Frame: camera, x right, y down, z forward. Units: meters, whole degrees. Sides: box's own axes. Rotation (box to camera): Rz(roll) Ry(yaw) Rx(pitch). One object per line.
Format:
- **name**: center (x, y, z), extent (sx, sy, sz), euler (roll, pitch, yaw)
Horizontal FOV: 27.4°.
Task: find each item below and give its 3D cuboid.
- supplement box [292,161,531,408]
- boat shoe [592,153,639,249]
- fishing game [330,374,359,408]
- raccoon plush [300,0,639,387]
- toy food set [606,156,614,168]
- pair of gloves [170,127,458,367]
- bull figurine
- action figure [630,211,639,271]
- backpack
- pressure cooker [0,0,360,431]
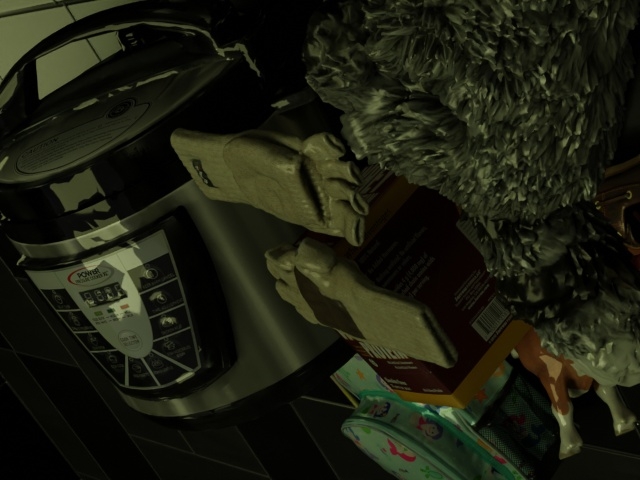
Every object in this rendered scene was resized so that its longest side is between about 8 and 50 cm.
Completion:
- **supplement box**: center (0.101, 0.023, 1.246), extent (0.194, 0.191, 0.129), euler (46, 162, -13)
- **boat shoe**: center (0.276, -0.030, 1.143), extent (0.073, 0.073, 0.207), euler (14, 153, -23)
- **fishing game**: center (0.110, 0.178, 1.710), extent (0.264, 0.041, 0.189), euler (-12, 126, 51)
- **raccoon plush**: center (0.199, -0.115, 0.882), extent (0.446, 0.216, 0.299), euler (45, 152, -16)
- **toy food set**: center (0.131, -0.172, 1.191), extent (0.306, 0.092, 0.220), euler (33, 161, 23)
- **pair of gloves**: center (0.000, 0.000, 1.056), extent (0.204, 0.042, 0.240), euler (11, 142, 53)
- **bull figurine**: center (0.268, 0.097, 1.289), extent (0.310, 0.101, 0.188), euler (-46, 62, 56)
- **action figure**: center (0.389, 0.095, 1.020), extent (0.370, 0.276, 0.248), euler (22, 153, 12)
- **backpack**: center (0.134, 0.183, 1.493), extent (0.253, 0.191, 0.225), euler (49, 159, -17)
- **pressure cooker**: center (-0.154, -0.053, 1.410), extent (0.420, 0.370, 0.375), euler (61, 165, -25)
